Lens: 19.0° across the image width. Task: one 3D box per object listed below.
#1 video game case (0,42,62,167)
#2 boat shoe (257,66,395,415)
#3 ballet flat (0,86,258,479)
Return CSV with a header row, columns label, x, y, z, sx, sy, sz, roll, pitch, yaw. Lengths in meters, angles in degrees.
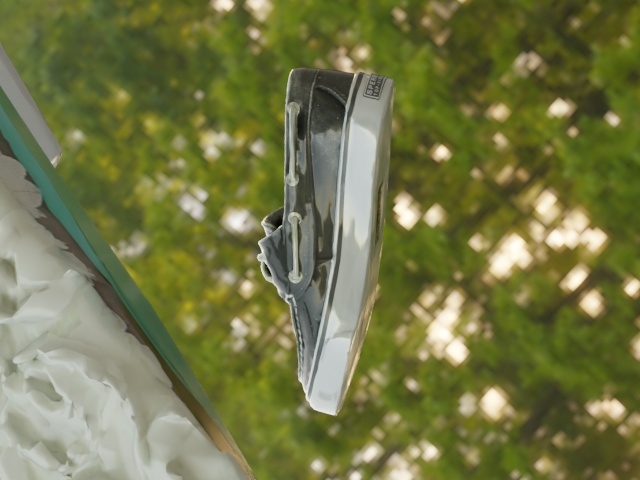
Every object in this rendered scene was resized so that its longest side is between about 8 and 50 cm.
label,x,y,z,sx,sy,sz,roll,pitch,yaw
video game case,-0.236,-0.117,0.897,0.036,0.329,0.300,-29,-93,-23
boat shoe,0.000,0.000,1.168,0.070,0.219,0.078,9,-161,9
ballet flat,-0.056,0.083,0.428,0.147,0.147,0.409,15,-155,-47
